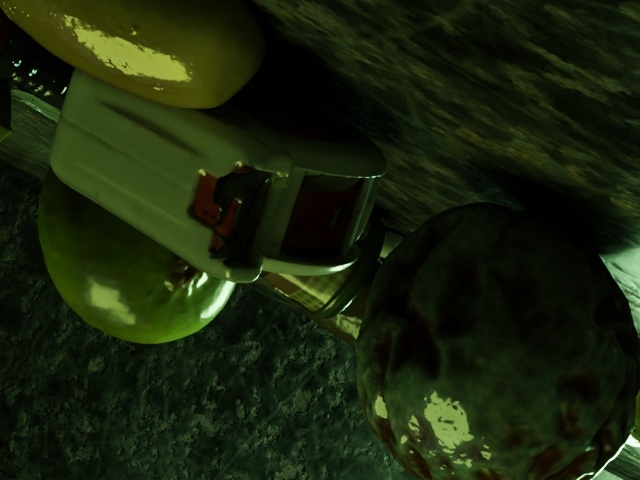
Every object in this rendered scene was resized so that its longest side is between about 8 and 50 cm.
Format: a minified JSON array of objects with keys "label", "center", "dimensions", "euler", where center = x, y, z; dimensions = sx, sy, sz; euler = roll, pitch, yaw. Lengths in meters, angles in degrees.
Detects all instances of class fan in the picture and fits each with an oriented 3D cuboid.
[{"label":"fan","center":[-0.430,-0.205,2.600],"dimensions":[0.329,0.009,0.191],"euler":[22,172,32]}]

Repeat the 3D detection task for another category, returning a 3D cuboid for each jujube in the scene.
[{"label":"jujube","center":[0.153,0.097,1.413],"dimensions":[0.215,0.246,0.308],"euler":[14,-179,20]}]

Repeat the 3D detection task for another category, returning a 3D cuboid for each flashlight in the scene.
[{"label":"flashlight","center":[-0.292,-0.183,1.874],"dimensions":[0.232,0.093,0.093],"euler":[27,177,-42]}]

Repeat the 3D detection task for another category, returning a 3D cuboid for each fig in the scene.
[{"label":"fig","center":[-0.250,-0.021,2.219],"dimensions":[0.258,0.258,0.326],"euler":[35,-175,-46]}]

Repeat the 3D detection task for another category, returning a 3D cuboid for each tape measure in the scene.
[{"label":"tape measure","center":[-0.076,-0.055,1.408],"dimensions":[0.258,0.130,0.265],"euler":[27,-165,39]}]

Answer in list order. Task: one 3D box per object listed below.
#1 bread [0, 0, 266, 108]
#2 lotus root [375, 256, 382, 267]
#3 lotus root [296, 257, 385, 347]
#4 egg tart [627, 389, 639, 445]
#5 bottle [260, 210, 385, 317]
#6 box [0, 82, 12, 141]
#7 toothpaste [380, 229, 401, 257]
[{"label":"bread","center":[-0.149,-0.166,1.279],"dimensions":[0.217,0.098,0.147],"euler":[29,178,9]},{"label":"lotus root","center":[0.000,0.002,2.084],"dimensions":[0.165,0.088,0.088],"euler":[17,172,11]},{"label":"lotus root","center":[0.068,0.076,2.166],"dimensions":[0.241,0.123,0.124],"euler":[30,-169,20]},{"label":"egg tart","center":[0.335,0.175,1.998],"dimensions":[0.197,0.078,0.197],"euler":[29,172,5]},{"label":"bottle","center":[-0.072,-0.028,1.850],"dimensions":[0.271,0.143,0.156],"euler":[31,173,-14]},{"label":"box","center":[-0.392,-0.201,1.872],"dimensions":[0.121,0.030,0.193],"euler":[32,-150,-35]},{"label":"toothpaste","center":[0.002,-0.033,1.997],"dimensions":[0.218,0.033,0.052],"euler":[29,171,28]}]
